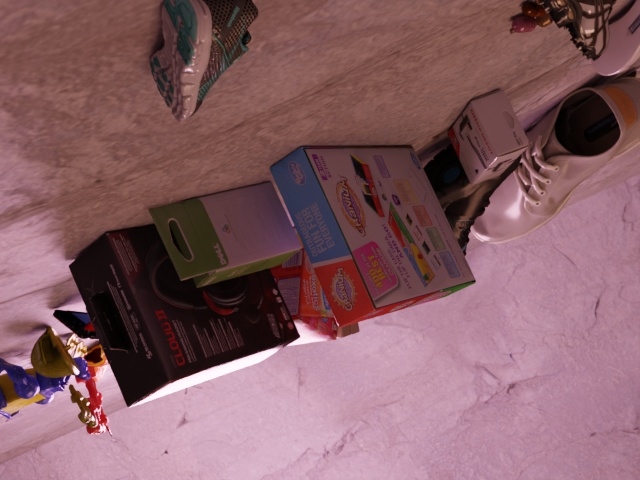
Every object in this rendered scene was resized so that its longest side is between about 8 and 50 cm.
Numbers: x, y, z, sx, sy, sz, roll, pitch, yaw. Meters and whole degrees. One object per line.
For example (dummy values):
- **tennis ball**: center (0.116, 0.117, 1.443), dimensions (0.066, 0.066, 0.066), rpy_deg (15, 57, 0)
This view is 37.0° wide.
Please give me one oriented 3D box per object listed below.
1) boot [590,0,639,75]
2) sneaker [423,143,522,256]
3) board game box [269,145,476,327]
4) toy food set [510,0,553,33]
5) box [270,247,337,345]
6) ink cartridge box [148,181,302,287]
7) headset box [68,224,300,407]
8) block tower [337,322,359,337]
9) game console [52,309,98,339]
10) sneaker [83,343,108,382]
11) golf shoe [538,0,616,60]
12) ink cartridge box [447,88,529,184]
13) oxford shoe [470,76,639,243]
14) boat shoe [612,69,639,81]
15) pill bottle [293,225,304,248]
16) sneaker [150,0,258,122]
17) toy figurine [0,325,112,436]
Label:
- **boot**: center (0.453, -0.292, 1.310), dimensions (0.086, 0.069, 0.190), rpy_deg (-17, 166, -23)
- **sneaker**: center (0.215, -0.048, 1.630), dimensions (0.341, 0.139, 0.125), rpy_deg (-41, -150, 14)
- **board game box**: center (0.086, -0.018, 1.384), dimensions (0.064, 0.242, 0.316), rpy_deg (-30, 167, 32)
- **toy food set**: center (0.261, -0.270, 1.121), dimensions (0.078, 0.019, 0.122), rpy_deg (-24, 170, -3)
- **box**: center (-0.104, 0.108, 1.629), dimensions (0.256, 0.128, 0.122), rpy_deg (-11, 153, 30)
- **ink cartridge box**: center (-0.137, -0.004, 1.305), dimensions (0.209, 0.109, 0.062), rpy_deg (-16, 166, -41)
- **headset box**: center (-0.197, 0.091, 1.346), dimensions (0.110, 0.218, 0.293), rpy_deg (-34, 166, 38)
- **block tower**: center (-0.079, 0.163, 2.054), dimensions (0.335, 0.097, 0.091), rpy_deg (-7, -177, 40)
- **game console**: center (-0.334, 0.117, 1.549), dimensions (0.144, 0.124, 0.085), rpy_deg (16, 101, -55)
- **sneaker**: center (-0.475, 0.251, 2.015), dimensions (0.067, 0.064, 0.175), rpy_deg (9, 146, -35)
- **golf shoe**: center (0.300, -0.263, 1.049), dimensions (0.094, 0.077, 0.198), rpy_deg (-38, 157, 19)
- **ink cartridge box**: center (0.254, -0.156, 1.465), dimensions (0.056, 0.099, 0.135), rpy_deg (-21, 168, -13)
- **oxford shoe**: center (0.411, -0.141, 1.741), dimensions (0.130, 0.169, 0.449), rpy_deg (-12, 159, -44)
- **boat shoe**: center (0.530, -0.273, 1.710), dimensions (0.035, 0.035, 0.100), rpy_deg (21, 146, -36)
- **pill bottle**: center (0.000, 0.000, 1.659), dimensions (0.103, 0.103, 0.184), rpy_deg (-20, 169, -23)
- **sneaker**: center (-0.093, -0.153, 0.795), dimensions (0.076, 0.065, 0.166), rpy_deg (-24, 172, -23)
- **toy figurine**: center (-0.522, 0.288, 1.723), dimensions (0.217, 0.191, 0.362), rpy_deg (-18, 168, -9)
